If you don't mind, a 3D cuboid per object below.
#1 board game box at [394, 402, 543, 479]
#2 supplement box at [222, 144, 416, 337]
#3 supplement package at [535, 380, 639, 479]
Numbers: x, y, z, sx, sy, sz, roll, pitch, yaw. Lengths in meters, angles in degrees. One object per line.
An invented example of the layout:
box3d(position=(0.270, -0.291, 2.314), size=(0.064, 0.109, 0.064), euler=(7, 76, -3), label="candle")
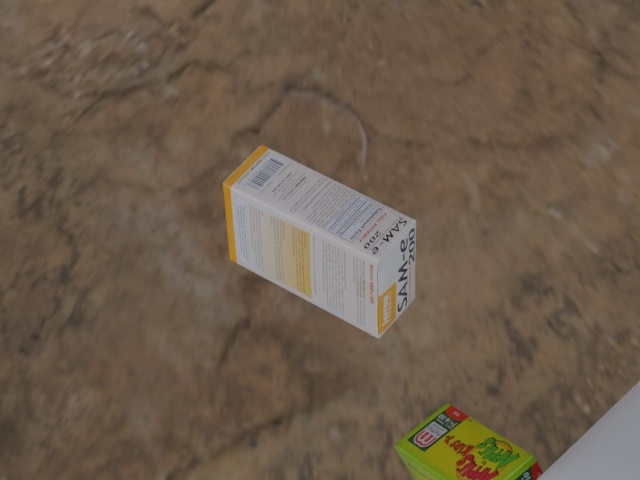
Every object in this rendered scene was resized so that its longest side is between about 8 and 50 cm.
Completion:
box3d(position=(0.118, 0.186, 1.141), size=(0.043, 0.092, 0.181), euler=(-37, 119, -14), label="board game box")
box3d(position=(0.000, 0.000, 1.022), size=(0.098, 0.036, 0.062), euler=(28, 144, 23), label="supplement box")
box3d(position=(0.275, 0.199, 1.046), size=(0.177, 0.175, 0.293), euler=(-41, 121, -18), label="supplement package")
